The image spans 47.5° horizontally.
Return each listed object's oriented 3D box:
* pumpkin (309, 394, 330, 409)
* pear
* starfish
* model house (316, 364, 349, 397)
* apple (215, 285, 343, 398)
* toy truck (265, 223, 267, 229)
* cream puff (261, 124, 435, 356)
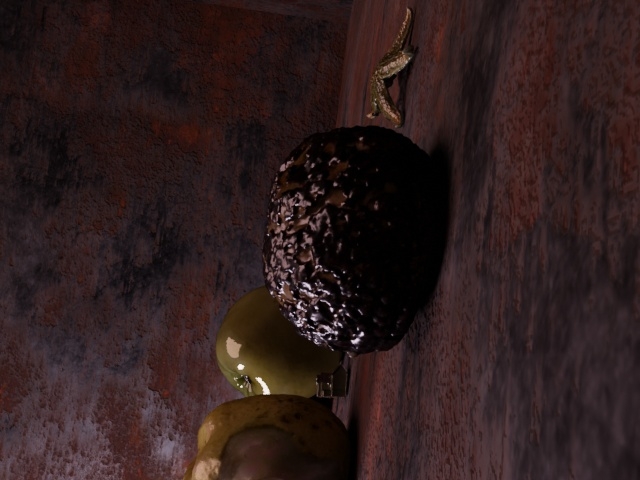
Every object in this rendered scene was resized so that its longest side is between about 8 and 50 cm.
[{"bbox_3d":[-0.032,0.361,1.633,0.119,0.107,0.184,-25,-74,-83],"label":"pumpkin"},{"bbox_3d":[-0.080,0.365,1.133,0.271,0.271,0.271,-172,90,-88],"label":"pear"},{"bbox_3d":[0.109,-0.256,1.079,0.208,0.053,0.176,-130,57,-79],"label":"starfish"},{"bbox_3d":[0.022,0.260,1.339,0.083,0.057,0.058,99,174,-76],"label":"model house"},{"bbox_3d":[-0.085,0.218,1.495,0.262,0.262,0.263,-172,90,-88],"label":"apple"},{"bbox_3d":[0.000,0.000,1.549,0.161,0.176,0.213,59,180,14],"label":"toy truck"},{"bbox_3d":[0.024,-0.003,0.744,0.239,0.164,0.239,-172,90,-85],"label":"cream puff"}]
